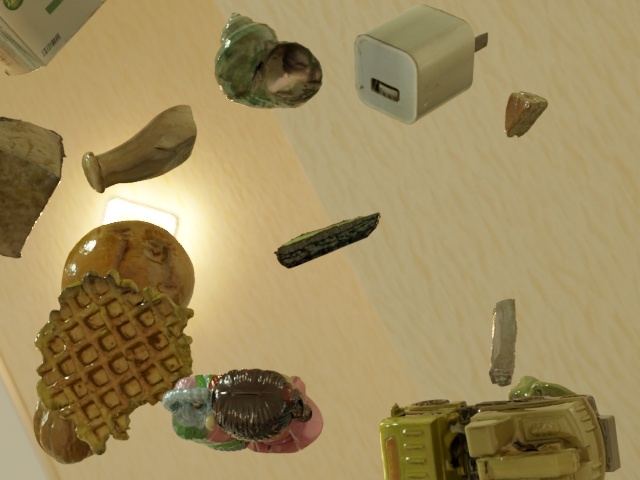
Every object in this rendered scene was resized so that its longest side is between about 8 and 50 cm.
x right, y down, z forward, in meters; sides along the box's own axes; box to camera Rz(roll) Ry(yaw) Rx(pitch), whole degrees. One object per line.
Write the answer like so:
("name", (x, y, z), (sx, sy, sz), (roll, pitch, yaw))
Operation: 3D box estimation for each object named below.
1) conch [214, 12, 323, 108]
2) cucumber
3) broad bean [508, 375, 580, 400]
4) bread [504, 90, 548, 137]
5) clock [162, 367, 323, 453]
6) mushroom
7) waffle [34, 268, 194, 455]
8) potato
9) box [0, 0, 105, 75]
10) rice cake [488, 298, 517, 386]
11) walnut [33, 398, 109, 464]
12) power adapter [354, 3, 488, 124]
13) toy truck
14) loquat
("conch", (-0.137, -0.402, 2.199), (0.220, 0.277, 0.195), (-38, -14, 17))
("cucumber", (0.000, 0.000, 1.636), (0.220, 0.046, 0.070), (-19, 14, -32))
("broad bean", (0.513, 0.376, 2.170), (0.072, 0.153, 0.206), (-33, 26, -24))
("bread", (0.337, -0.221, 1.613), (0.043, 0.062, 0.109), (-3, -25, -15))
("clock", (-0.105, 0.223, 1.269), (0.193, 0.100, 0.195), (-2, -22, 9))
("mushroom", (-0.342, -0.170, 1.889), (0.247, 0.108, 0.096), (-30, 36, -13))
("waffle", (-0.345, 0.200, 1.622), (0.301, 0.281, 0.058), (-55, -11, 11))
("potato", (-0.715, -0.131, 2.174), (0.211, 0.189, 0.264), (20, -69, -30))
("box", (-0.542, -0.494, 1.907), (0.145, 0.173, 0.333), (-1, 48, 48))
("rice cake", (0.370, 0.202, 1.955), (0.055, 0.049, 0.270), (0, 30, 11))
("walnut", (-0.463, 0.338, 1.819), (0.149, 0.167, 0.166), (1, -12, -10))
("power adapter", (0.167, -0.283, 1.472), (0.205, 0.130, 0.125), (-32, -43, -31))
("toy truck", (0.297, 0.365, 1.678), (0.405, 0.181, 0.254), (-8, -7, 31))
("loquat", (-0.398, 0.100, 2.008), (0.276, 0.276, 0.284), (-19, -33, -55))
